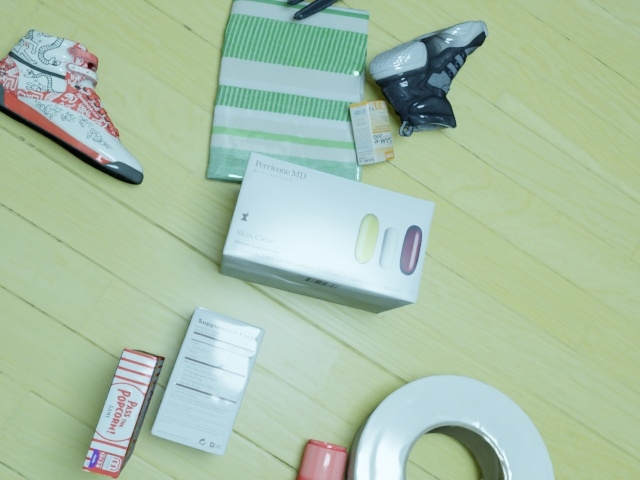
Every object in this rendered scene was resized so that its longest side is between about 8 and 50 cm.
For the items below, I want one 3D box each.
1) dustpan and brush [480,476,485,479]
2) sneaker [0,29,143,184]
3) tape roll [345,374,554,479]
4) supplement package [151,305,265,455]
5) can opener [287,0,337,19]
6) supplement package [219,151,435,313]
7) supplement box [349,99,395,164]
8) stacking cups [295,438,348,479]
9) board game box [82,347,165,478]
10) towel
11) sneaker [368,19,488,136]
[{"bbox_3d":[0.269,0.421,0.974,0.211,0.060,0.147,-29,87,-12],"label":"dustpan and brush"},{"bbox_3d":[-0.354,-0.206,0.955,0.270,0.090,0.145,31,78,-1],"label":"sneaker"},{"bbox_3d":[0.180,0.342,0.918,0.286,0.100,0.286,2,66,-5],"label":"tape roll"},{"bbox_3d":[-0.159,0.196,0.911,0.105,0.105,0.179,20,77,-7],"label":"supplement package"},{"bbox_3d":[0.012,-0.414,1.057,0.059,0.073,0.186,53,55,-21],"label":"can opener"},{"bbox_3d":[0.000,0.000,0.926,0.262,0.204,0.145,14,77,-7],"label":"supplement package"},{"bbox_3d":[0.084,-0.175,1.033,0.062,0.036,0.098,-20,103,-52],"label":"supplement box"},{"bbox_3d":[-0.019,0.446,0.898,0.096,0.096,0.316,17,77,-7],"label":"stacking cups"},{"bbox_3d":[-0.254,0.218,0.844,0.045,0.193,0.146,18,78,-8],"label":"board game box"},{"bbox_3d":[-0.045,-0.242,1.049,0.248,0.038,0.324,6,80,-9],"label":"towel"},{"bbox_3d":[0.197,-0.268,1.071,0.269,0.101,0.153,-32,112,-34],"label":"sneaker"}]
